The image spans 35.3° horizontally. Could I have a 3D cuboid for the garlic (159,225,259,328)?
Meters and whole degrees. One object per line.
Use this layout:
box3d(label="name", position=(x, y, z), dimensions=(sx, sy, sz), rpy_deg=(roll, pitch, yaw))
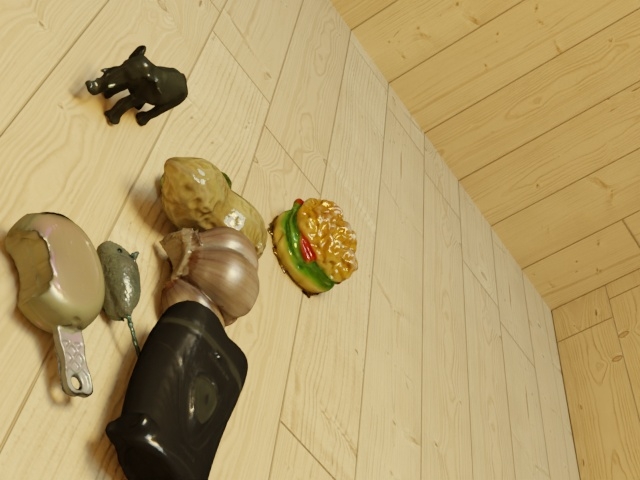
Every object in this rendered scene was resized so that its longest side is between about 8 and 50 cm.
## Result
box3d(label="garlic", position=(-0.189, 0.081, 1.813), dimensions=(0.191, 0.160, 0.214), rpy_deg=(38, 28, -34))

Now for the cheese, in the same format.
box3d(label="cheese", position=(-0.381, 0.095, 1.484), dimensions=(0.163, 0.082, 0.286), rpy_deg=(25, 42, -54))

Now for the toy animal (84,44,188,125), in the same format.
box3d(label="toy animal", position=(-0.351, -0.299, 1.933), dimensions=(0.115, 0.146, 0.245), rpy_deg=(63, 23, 2))

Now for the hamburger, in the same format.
box3d(label="hamburger", position=(0.000, 0.000, 2.332), dimensions=(0.237, 0.149, 0.237), rpy_deg=(45, 27, -31))

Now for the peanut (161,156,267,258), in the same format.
box3d(label="peanut", position=(-0.206, -0.051, 1.920), dimensions=(0.153, 0.140, 0.325), rpy_deg=(45, -5, 35))

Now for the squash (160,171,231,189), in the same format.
box3d(label="squash", position=(-0.252, -0.116, 2.041), dimensions=(0.066, 0.066, 0.229), rpy_deg=(65, 22, 10))

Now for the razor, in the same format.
box3d(label="razor", position=(-0.220, 0.255, 1.578), dimensions=(0.204, 0.113, 0.349), rpy_deg=(61, 25, -26))

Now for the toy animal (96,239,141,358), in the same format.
box3d(label="toy animal", position=(-0.312, 0.115, 1.634), dimensions=(0.079, 0.070, 0.253), rpy_deg=(-5, 70, -48))
